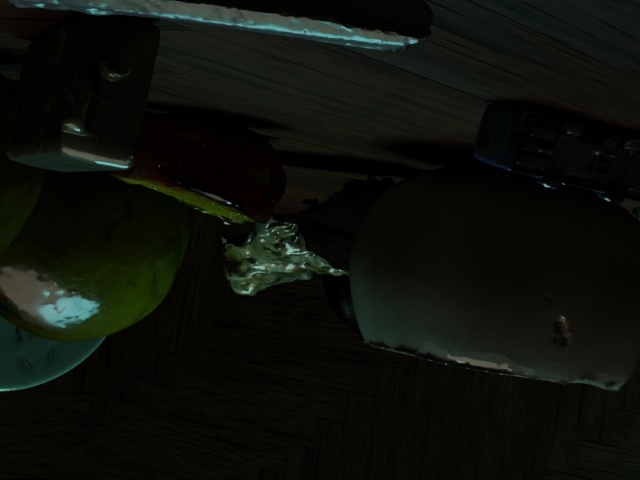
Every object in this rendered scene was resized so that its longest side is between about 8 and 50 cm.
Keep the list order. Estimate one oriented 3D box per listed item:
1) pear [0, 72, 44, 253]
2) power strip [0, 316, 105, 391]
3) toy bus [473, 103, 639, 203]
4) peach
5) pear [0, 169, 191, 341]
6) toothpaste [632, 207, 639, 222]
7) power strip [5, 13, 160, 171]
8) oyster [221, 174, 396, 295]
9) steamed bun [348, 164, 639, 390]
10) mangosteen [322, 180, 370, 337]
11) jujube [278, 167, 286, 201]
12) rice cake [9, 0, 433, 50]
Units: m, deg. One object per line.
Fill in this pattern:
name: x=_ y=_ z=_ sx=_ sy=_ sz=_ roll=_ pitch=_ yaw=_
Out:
pear: x=-0.332 y=-0.063 z=1.226 sx=0.211 sy=0.188 sz=0.228 roll=-34 pitch=171 yaw=-47
power strip: x=-0.411 y=0.019 z=1.793 sx=0.357 sy=0.358 sz=0.161 roll=10 pitch=180 yaw=-34
toy bus: x=0.180 y=-0.063 z=1.060 sx=0.153 sy=0.051 sz=0.061 roll=9 pitch=-169 yaw=-41
peach: x=-0.115 y=-0.078 z=1.446 sx=0.172 sy=0.092 sz=0.127 roll=20 pitch=174 yaw=0
pear: x=-0.272 y=-0.017 z=1.576 sx=0.269 sy=0.269 sz=0.321 roll=8 pitch=-178 yaw=26
toothpaste: x=0.397 y=-0.025 z=1.777 sx=0.017 sy=0.020 sz=0.083 roll=3 pitch=176 yaw=30
power strip: x=-0.156 y=-0.094 z=0.959 sx=0.053 sy=0.093 sz=0.288 roll=13 pitch=178 yaw=-21
oyster: x=0.001 y=0.002 z=1.813 sx=0.351 sy=0.115 sz=0.238 roll=-19 pitch=-178 yaw=44
steamed bun: x=0.188 y=0.030 z=1.485 sx=0.324 sy=0.206 sz=0.324 roll=11 pitch=177 yaw=1
mangosteen: x=0.094 y=0.016 z=2.091 sx=0.235 sy=0.235 sz=0.261 roll=7 pitch=139 yaw=53
jujube: x=-0.106 y=-0.077 z=1.810 sx=0.129 sy=0.077 sz=0.077 roll=14 pitch=179 yaw=2
rice cake: x=-0.051 y=-0.115 z=0.681 sx=0.207 sy=0.033 sz=0.033 roll=8 pitch=169 yaw=1
